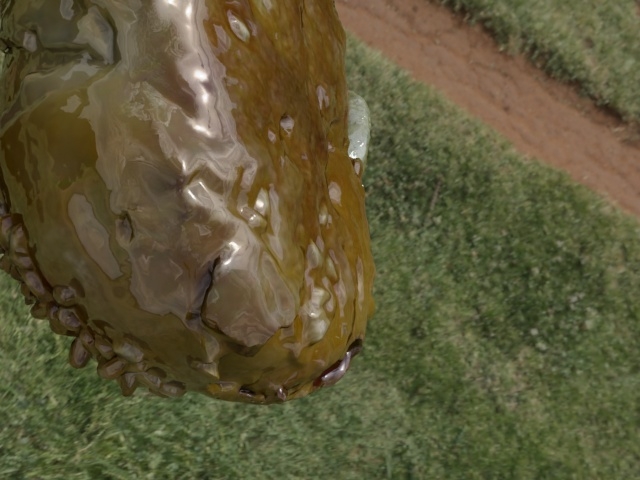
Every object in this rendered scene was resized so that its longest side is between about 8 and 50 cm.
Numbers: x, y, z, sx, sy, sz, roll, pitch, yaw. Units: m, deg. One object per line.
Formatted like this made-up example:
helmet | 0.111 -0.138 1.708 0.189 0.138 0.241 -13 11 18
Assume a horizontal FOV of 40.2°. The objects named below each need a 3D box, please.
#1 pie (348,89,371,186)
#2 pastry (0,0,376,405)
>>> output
pie | 0.000 0.000 1.002 0.075 0.337 0.338 12 66 2
pastry | -0.075 -0.060 0.480 0.255 0.161 0.311 30 50 -65
